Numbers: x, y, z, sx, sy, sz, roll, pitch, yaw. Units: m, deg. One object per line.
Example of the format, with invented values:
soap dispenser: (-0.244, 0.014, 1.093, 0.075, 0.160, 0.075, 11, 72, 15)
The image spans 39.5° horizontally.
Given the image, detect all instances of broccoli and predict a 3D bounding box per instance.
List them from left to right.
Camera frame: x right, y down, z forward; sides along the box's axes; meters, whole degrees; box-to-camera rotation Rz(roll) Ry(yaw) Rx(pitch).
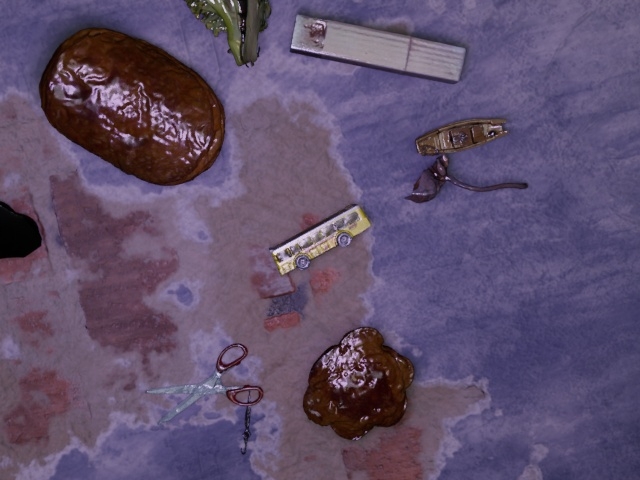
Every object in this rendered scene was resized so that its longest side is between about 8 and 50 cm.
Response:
broccoli: (-0.215, -0.487, 1.827, 0.180, 0.242, 0.273, 3, 89, 17)

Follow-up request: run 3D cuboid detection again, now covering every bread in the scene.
bread: (0.082, 0.322, 1.962, 0.232, 0.135, 0.246, 43, 91, -7)

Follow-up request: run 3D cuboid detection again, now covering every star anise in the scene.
star anise: (0.321, -0.105, 1.954, 0.227, 0.148, 0.218, 30, 49, 4)

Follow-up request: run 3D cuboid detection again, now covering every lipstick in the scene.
lipstick: (0.122, -0.410, 1.921, 0.371, 0.076, 0.079, 11, 93, -5)

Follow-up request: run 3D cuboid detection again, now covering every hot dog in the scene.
hot dog: (-0.383, -0.275, 1.854, 0.387, 0.174, 0.267, 29, 95, -16)

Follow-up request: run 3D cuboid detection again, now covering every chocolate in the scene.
chocolate: (-0.667, -0.017, 1.903, 0.149, 0.080, 0.125, 27, 105, -13)

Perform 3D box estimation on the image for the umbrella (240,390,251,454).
umbrella: (-0.164, 0.411, 2.011, 0.022, 0.022, 0.148, 3, 96, -42)

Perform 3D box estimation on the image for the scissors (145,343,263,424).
scissors: (-0.263, 0.334, 1.995, 0.248, 0.017, 0.144, -20, 92, 0)

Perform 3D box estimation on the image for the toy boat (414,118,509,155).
toy boat: (0.310, -0.229, 1.956, 0.206, 0.072, 0.064, -14, 98, -2)

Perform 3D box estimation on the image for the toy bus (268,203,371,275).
toy bus: (0.000, 0.000, 1.950, 0.226, 0.081, 0.074, -28, 98, -1)
